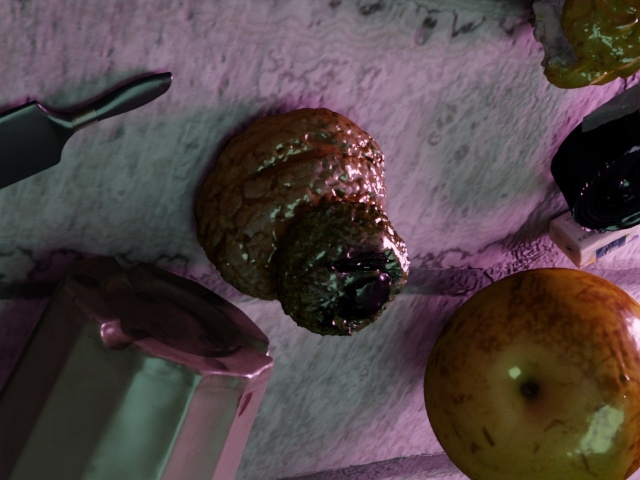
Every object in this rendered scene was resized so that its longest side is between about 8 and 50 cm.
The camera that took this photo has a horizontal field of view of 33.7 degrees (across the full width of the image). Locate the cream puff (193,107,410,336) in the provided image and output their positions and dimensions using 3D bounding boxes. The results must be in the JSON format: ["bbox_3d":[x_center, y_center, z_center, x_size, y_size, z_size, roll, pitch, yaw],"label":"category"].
[{"bbox_3d":[0.000,0.000,0.899,0.183,0.169,0.183,-19,139,-18],"label":"cream puff"}]

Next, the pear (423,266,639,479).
[{"bbox_3d":[0.252,0.164,1.179,0.280,0.281,0.281,-20,138,-19],"label":"pear"}]

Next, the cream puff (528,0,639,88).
[{"bbox_3d":[0.247,-0.196,0.909,0.121,0.156,0.156,-6,135,-7],"label":"cream puff"}]

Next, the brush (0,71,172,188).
[{"bbox_3d":[-0.198,-0.084,0.792,0.193,0.016,0.063,-24,140,-14],"label":"brush"}]

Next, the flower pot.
[{"bbox_3d":[-0.172,0.170,0.889,0.290,0.290,0.259,13,111,-43],"label":"flower pot"}]

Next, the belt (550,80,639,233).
[{"bbox_3d":[0.333,-0.094,1.092,0.151,0.078,0.198,18,133,-42],"label":"belt"}]

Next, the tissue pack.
[{"bbox_3d":[0.309,-0.012,1.194,0.083,0.062,0.042,-26,138,-13],"label":"tissue pack"}]
